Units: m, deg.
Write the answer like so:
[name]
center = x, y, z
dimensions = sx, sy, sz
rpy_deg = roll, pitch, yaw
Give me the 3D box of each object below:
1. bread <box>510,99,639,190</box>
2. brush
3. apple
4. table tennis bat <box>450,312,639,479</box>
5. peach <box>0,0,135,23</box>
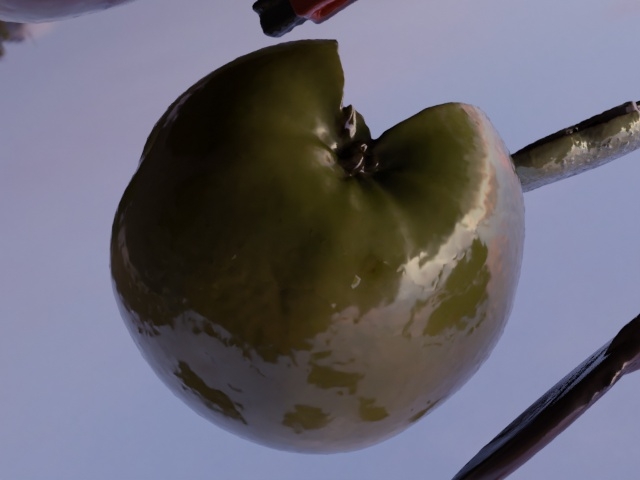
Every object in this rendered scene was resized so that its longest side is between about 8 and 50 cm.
[bread]
center = 0.321, -0.113, 1.423
dimensions = 0.207, 0.056, 0.286
rpy_deg = -23, 178, 19
[brush]
center = 0.053, -0.321, 1.327
dimensions = 0.323, 0.070, 0.051
rpy_deg = -26, 162, 35
[apple]
center = 0.000, 0.000, 0.828
dimensions = 0.292, 0.292, 0.254
rpy_deg = -37, 164, -27
[table tennis bat]
center = 0.141, 0.092, 0.458
dimensions = 0.107, 0.119, 0.170
rpy_deg = -32, 166, -46
[peach]
center = -0.198, -0.341, 0.835
dimensions = 0.370, 0.370, 0.370
rpy_deg = -24, -161, 9
